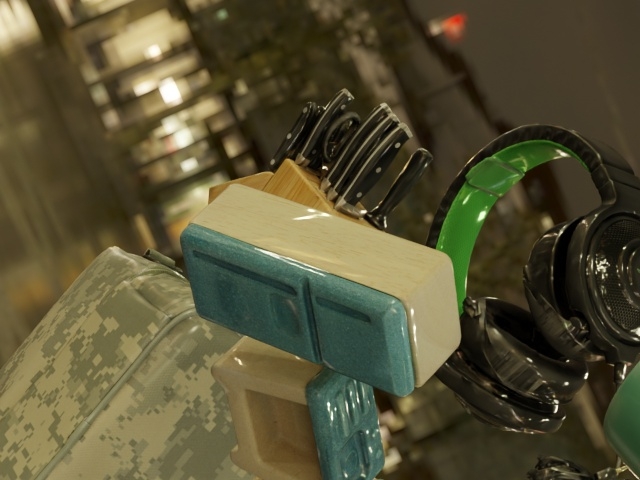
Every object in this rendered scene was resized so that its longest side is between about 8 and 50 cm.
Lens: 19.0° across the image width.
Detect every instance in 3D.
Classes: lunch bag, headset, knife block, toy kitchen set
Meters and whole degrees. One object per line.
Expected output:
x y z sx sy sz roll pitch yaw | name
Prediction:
-0.176 0.159 1.543 0.212 0.305 0.256 44 -8 -35 | lunch bag
0.185 0.071 1.634 0.185 0.243 0.394 16 41 -38 | headset
0.000 0.000 1.848 0.088 0.242 0.275 23 65 -44 | knife block
-0.025 0.114 0.853 0.122 0.166 0.207 18 -44 32 | toy kitchen set

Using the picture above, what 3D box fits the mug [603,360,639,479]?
0.256 0.103 1.151 0.097 0.129 0.157 50 -42 31 | mug
